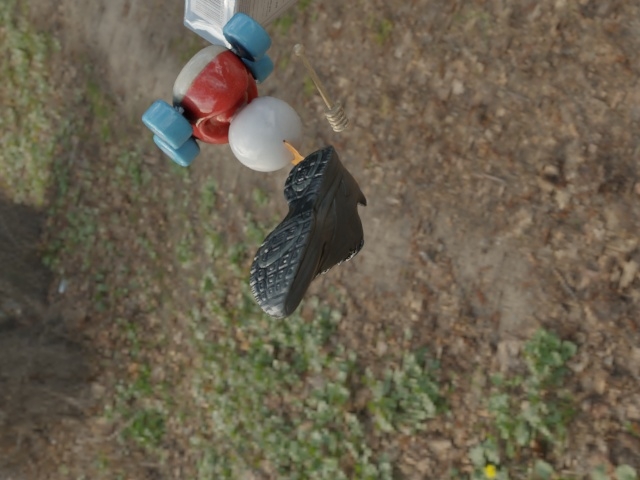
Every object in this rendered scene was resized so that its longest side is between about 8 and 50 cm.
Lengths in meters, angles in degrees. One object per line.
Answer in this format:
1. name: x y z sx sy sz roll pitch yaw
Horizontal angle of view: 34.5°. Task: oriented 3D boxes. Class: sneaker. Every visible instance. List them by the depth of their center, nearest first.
1. sneaker: 0.000 0.000 1.411 0.109 0.130 0.286 -20 36 43

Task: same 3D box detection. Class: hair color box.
1. hair color box: -0.071 -0.503 1.757 0.374 0.114 0.185 -46 -17 -31

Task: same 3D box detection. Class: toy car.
1. toy car: -0.105 -0.174 1.565 0.219 0.238 0.210 -49 -6 -8

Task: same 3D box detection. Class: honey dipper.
1. honey dipper: -0.002 -0.235 1.578 0.030 0.160 0.030 -21 38 17
